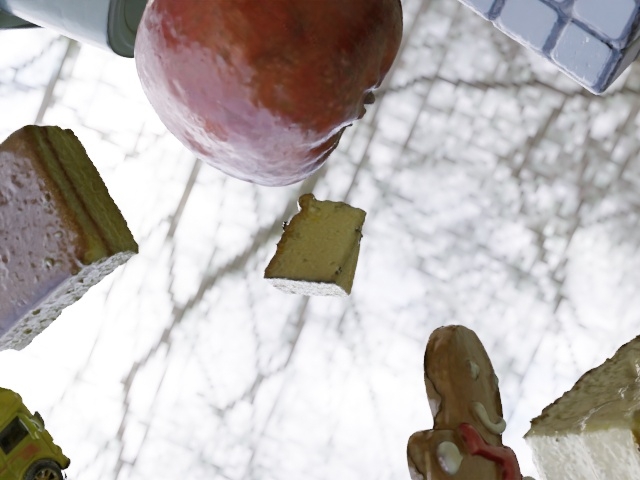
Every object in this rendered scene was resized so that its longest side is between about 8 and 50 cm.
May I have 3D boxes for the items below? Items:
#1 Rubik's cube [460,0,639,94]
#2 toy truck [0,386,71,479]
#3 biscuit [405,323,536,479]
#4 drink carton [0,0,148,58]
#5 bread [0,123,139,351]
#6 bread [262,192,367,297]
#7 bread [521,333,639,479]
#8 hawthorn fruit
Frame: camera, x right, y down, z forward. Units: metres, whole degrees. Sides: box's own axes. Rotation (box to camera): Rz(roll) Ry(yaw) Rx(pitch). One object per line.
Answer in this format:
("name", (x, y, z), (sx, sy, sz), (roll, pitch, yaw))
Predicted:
("Rubik's cube", (0.340, -0.452, 2.349), (0.337, 0.343, 0.344), (35, -131, 12))
("toy truck", (-0.367, 0.238, 1.757), (0.124, 0.157, 0.272), (8, -137, 42))
("biscuit", (0.142, 0.229, 1.669), (0.216, 0.047, 0.339), (40, -138, -52))
("drink carton", (-0.263, -0.292, 2.152), (0.190, 0.185, 0.191), (28, -161, 26))
("bread", (-0.339, -0.001, 2.151), (0.110, 0.234, 0.184), (-9, -115, -56))
("bread", (0.000, 0.000, 1.887), (0.084, 0.109, 0.080), (8, 167, 15))
("bread", (0.411, 0.255, 2.156), (0.279, 0.279, 0.207), (-29, -170, -36))
("hawthorn fruit", (-0.072, -0.183, 1.655), (0.272, 0.242, 0.242), (31, -161, -6))
